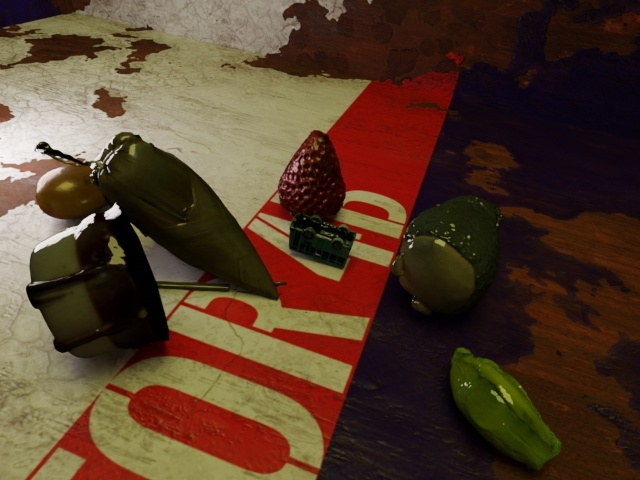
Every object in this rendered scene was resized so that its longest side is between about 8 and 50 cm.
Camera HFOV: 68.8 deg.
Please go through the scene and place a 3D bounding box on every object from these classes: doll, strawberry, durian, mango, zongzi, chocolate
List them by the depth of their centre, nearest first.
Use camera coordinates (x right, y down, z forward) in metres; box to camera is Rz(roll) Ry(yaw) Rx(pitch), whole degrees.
[{"bbox_3d":[-0.407,0.092,0.839,0.186,0.284,0.283,-23,47,-27],"label":"chocolate"},{"bbox_3d":[0.311,0.291,0.844,0.139,0.101,0.250,23,19,-47],"label":"durian"},{"bbox_3d":[-0.289,-0.057,0.950,0.418,0.447,0.181,36,83,23],"label":"zongzi"},{"bbox_3d":[0.299,0.019,1.095,0.247,0.247,0.349,25,43,20],"label":"doll"},{"bbox_3d":[-0.617,-0.132,1.201,0.151,0.120,0.221,23,33,14],"label":"mango"},{"bbox_3d":[-0.014,-0.179,1.270,0.205,0.244,0.205,7,38,-5],"label":"strawberry"}]

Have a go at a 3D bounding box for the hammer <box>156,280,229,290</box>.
[{"bbox_3d":[-0.303,0.102,1.038,0.199,0.013,0.062,3,38,-6],"label":"hammer"}]

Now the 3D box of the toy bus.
[{"bbox_3d":[0.000,0.000,1.165,0.160,0.092,0.079,19,36,5],"label":"toy bus"}]
